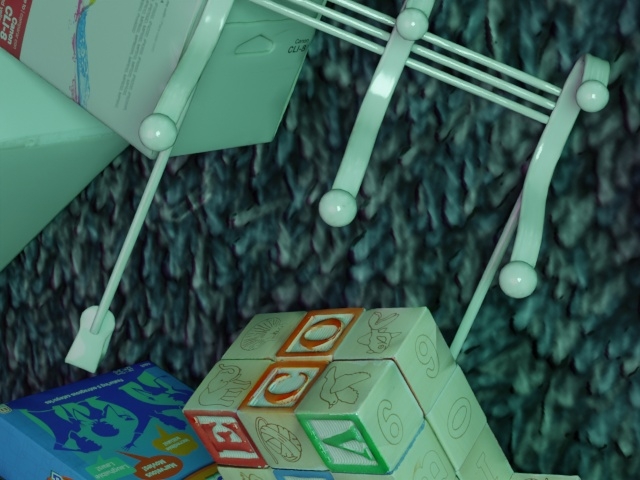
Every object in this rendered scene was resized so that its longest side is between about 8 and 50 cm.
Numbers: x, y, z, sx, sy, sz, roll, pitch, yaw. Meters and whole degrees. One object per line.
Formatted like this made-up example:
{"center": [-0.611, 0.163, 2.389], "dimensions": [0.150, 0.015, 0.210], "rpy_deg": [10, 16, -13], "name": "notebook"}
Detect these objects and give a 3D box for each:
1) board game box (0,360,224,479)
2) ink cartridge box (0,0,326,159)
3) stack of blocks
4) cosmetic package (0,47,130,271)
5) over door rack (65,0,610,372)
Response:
{"center": [-0.107, 0.164, 1.051], "dimensions": [0.210, 0.160, 0.047], "rpy_deg": [28, 115, 31], "name": "board game box"}
{"center": [-0.109, -0.154, 1.009], "dimensions": [0.176, 0.128, 0.127], "rpy_deg": [36, 119, 28], "name": "ink cartridge box"}
{"center": [0.069, 0.179, 0.876], "dimensions": [0.171, 0.087, 0.297], "rpy_deg": [-6, 124, 39], "name": "stack of blocks"}
{"center": [-0.365, -0.053, 1.214], "dimensions": [0.453, 0.161, 0.230], "rpy_deg": [-40, 74, 36], "name": "cosmetic package"}
{"center": [0.000, 0.000, 0.902], "dimensions": [0.240, 0.108, 0.324], "rpy_deg": [23, 116, -2], "name": "over door rack"}
